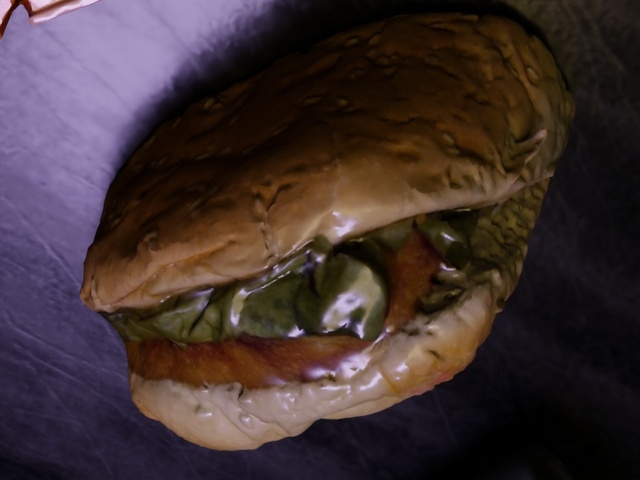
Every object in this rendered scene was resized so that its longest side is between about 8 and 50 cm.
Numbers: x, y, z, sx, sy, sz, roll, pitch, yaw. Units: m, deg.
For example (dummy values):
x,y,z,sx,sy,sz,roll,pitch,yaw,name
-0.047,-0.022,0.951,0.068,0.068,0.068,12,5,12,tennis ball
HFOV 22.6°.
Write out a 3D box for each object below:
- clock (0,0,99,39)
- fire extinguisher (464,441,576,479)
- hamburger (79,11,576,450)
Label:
x,y,z,sx,sy,sz,roll,pitch,yaw,name
-0.238,-0.222,0.869,0.219,0.106,0.255,-17,121,10,clock
0.035,0.307,1.106,0.376,0.200,0.113,-34,140,18,fire extinguisher
0.001,0.003,0.927,0.329,0.209,0.162,-26,116,11,hamburger
